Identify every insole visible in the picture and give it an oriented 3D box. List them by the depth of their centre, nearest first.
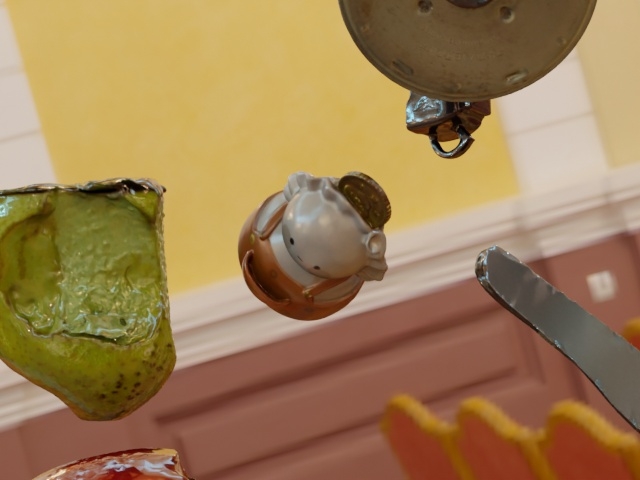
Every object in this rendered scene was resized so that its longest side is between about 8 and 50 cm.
[{"bbox_3d":[0.272,0.115,1.658,0.012,0.309,0.110,-42,15,38],"label":"insole"}]

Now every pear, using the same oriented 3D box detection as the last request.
[{"bbox_3d":[-0.274,0.066,1.757,0.238,0.255,0.164,-3,-1,-7],"label":"pear"}]

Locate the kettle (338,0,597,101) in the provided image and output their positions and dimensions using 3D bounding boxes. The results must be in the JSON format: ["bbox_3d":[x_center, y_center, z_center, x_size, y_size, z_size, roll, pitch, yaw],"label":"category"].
[{"bbox_3d":[0.145,-0.379,1.702,0.250,0.361,0.377,0,28,2],"label":"kettle"}]

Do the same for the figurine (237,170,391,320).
[{"bbox_3d":[0.005,-0.004,1.672,0.143,0.143,0.271,-18,-16,-41],"label":"figurine"}]

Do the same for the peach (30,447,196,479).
[{"bbox_3d":[-0.111,0.303,1.255,0.338,0.281,0.281,18,-21,-41],"label":"peach"}]

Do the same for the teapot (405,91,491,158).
[{"bbox_3d":[0.164,-0.184,1.975,0.096,0.177,0.087,-3,-11,35],"label":"teapot"}]
